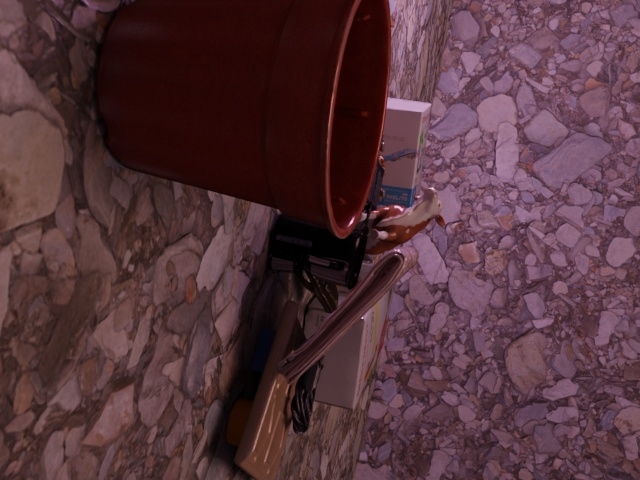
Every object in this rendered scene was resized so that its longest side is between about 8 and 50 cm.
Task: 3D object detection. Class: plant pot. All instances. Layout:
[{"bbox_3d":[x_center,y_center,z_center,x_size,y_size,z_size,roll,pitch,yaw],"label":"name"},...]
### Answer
[{"bbox_3d":[-0.079,-0.157,0.722,0.272,0.264,0.273,10,90,-76],"label":"plant pot"}]

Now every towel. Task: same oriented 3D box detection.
[{"bbox_3d":[0.068,0.130,1.288,0.317,0.053,0.332,-46,173,9],"label":"towel"}]

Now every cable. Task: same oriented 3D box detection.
[{"bbox_3d":[-0.032,0.338,1.451,0.150,0.047,0.185,87,15,-71],"label":"cable"}]

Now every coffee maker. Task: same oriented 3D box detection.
[{"bbox_3d":[0.000,0.000,1.315,0.120,0.178,0.171,75,31,-64],"label":"coffee maker"}]

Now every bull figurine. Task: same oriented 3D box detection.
[{"bbox_3d":[0.128,-0.027,1.461,0.188,0.310,0.101,-4,72,-43],"label":"bull figurine"}]

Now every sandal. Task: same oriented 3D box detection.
[{"bbox_3d":[-0.015,0.083,1.538,0.219,0.060,0.090,66,33,-34],"label":"sandal"}]

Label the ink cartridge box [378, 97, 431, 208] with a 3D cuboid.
[{"bbox_3d":[0.188,-0.253,1.830,0.198,0.197,0.270,-48,145,-65],"label":"ink cartridge box"}]

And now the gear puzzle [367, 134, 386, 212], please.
[{"bbox_3d":[0.112,-0.191,1.651,0.044,0.175,0.339,-36,146,-22],"label":"gear puzzle"}]

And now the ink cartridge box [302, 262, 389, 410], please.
[{"bbox_3d":[0.079,0.254,1.838,0.385,0.160,0.279,-45,143,-66],"label":"ink cartridge box"}]

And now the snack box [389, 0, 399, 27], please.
[{"bbox_3d":[0.167,-0.683,1.709,0.207,0.070,0.175,13,88,-74],"label":"snack box"}]

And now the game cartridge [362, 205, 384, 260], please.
[{"bbox_3d":[0.168,-0.122,2.135,0.230,0.068,0.355,53,49,-76],"label":"game cartridge"}]

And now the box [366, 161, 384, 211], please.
[{"bbox_3d":[0.050,-0.140,1.470,0.207,0.153,0.108,17,84,-75],"label":"box"}]

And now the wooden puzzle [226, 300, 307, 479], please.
[{"bbox_3d":[-0.107,0.326,1.354,0.348,0.080,0.322,84,22,-61],"label":"wooden puzzle"}]
